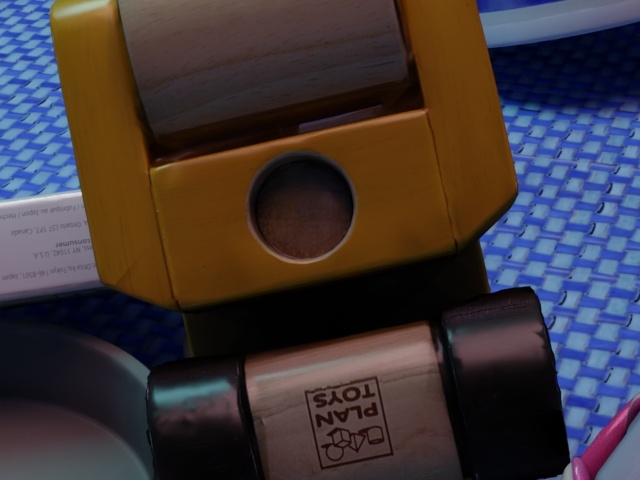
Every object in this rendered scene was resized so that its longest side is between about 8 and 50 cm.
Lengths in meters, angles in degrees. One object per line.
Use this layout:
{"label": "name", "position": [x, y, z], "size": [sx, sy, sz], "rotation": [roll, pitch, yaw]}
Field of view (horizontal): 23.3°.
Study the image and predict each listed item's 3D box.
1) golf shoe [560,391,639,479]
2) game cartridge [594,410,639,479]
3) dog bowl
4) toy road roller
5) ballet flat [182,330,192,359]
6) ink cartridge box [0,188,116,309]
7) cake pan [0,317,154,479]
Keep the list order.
{"label": "golf shoe", "position": [0.213, 0.114, 0.771], "size": [0.115, 0.140, 0.306], "rotation": [20, 37, 36]}
{"label": "game cartridge", "position": [0.288, 0.109, 0.629], "size": [0.297, 0.198, 0.062], "rotation": [36, 1, 5]}
{"label": "dog bowl", "position": [0.205, -0.247, 1.337], "size": [0.264, 0.104, 0.265], "rotation": [-11, 15, 3]}
{"label": "toy road roller", "position": [0.000, 0.000, 0.830], "size": [0.202, 0.330, 0.240], "rotation": [-12, -2, 3]}
{"label": "ballet flat", "position": [-0.014, 0.000, 1.041], "size": [0.086, 0.086, 0.248], "rotation": [14, 35, 27]}
{"label": "ink cartridge box", "position": [-0.229, 0.016, 1.022], "size": [0.296, 0.066, 0.261], "rotation": [-8, -2, -6]}
{"label": "cake pan", "position": [-0.219, 0.144, 0.847], "size": [0.293, 0.054, 0.293], "rotation": [-3, 31, 1]}
